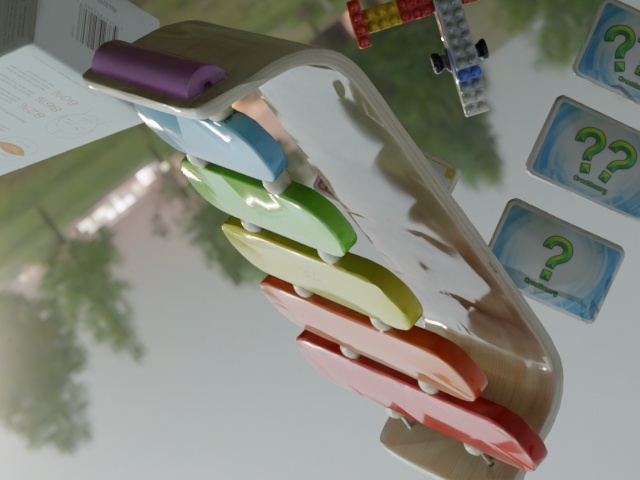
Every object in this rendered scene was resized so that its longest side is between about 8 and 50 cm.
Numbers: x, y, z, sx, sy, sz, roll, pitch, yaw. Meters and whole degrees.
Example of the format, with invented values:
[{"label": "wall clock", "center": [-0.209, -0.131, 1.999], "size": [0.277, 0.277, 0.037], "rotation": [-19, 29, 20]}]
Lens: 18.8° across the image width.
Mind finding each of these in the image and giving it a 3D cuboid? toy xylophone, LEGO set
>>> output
[{"label": "toy xylophone", "center": [0.000, 0.000, 1.019], "size": [0.081, 0.323, 0.236], "rotation": [-48, -155, -16]}, {"label": "LEGO set", "center": [0.089, -0.082, 1.107], "size": [0.060, 0.244, 0.182], "rotation": [-130, -114, -86]}]

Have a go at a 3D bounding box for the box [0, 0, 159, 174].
[{"label": "box", "center": [-0.228, -0.132, 1.458], "size": [0.170, 0.130, 0.091], "rotation": [-16, -122, 33]}]
